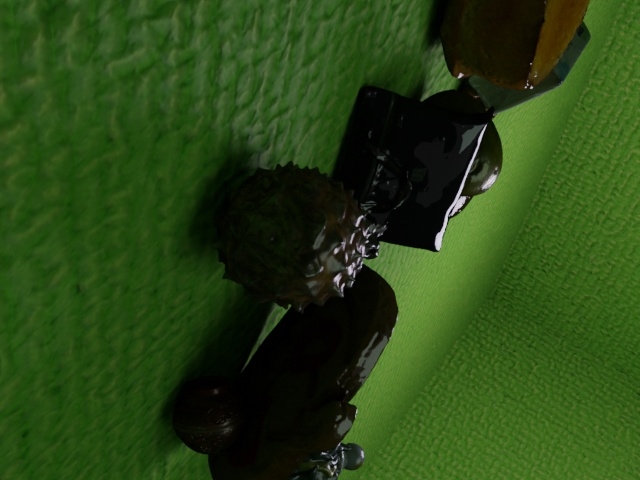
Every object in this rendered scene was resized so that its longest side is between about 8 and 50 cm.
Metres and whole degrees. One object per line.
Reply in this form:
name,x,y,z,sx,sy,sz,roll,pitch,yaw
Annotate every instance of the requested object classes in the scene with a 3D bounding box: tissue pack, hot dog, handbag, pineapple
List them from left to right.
pineapple,0.000,0.000,0.987,0.175,0.175,0.361,-63,161,7
handbag,0.118,-0.096,1.183,0.088,0.211,0.254,-110,-149,-53
hot dog,0.314,-0.267,1.612,0.236,0.062,0.092,-25,145,-60
tissue pack,0.388,-0.366,1.532,0.159,0.145,0.229,-22,-161,43

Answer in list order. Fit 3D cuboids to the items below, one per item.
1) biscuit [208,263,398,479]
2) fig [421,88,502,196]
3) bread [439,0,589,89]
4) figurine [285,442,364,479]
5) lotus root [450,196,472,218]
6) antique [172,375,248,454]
biscuit,-0.033,0.191,1.108,0.367,0.063,0.314,-52,-161,4
fig,0.210,-0.154,1.319,0.181,0.181,0.190,58,33,-70
bread,0.310,-0.379,1.239,0.312,0.172,0.312,-48,157,-28
figurine,-0.058,0.416,1.477,0.261,0.186,0.382,-26,157,-16
lotus root,0.233,-0.116,1.522,0.241,0.124,0.122,-45,146,-42
antique,-0.146,0.235,1.071,0.104,0.104,0.104,-51,160,-26
